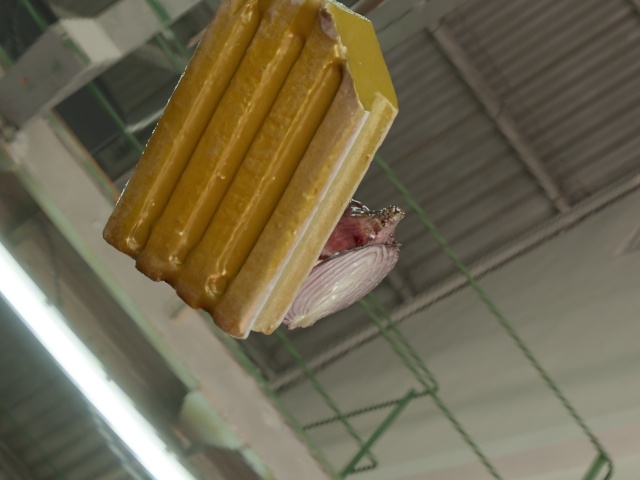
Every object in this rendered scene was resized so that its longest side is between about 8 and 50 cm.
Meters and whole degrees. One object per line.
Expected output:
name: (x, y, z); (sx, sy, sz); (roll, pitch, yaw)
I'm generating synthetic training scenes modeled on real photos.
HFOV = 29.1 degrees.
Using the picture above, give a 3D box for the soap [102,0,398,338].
soap: (-0.043, -0.065, 0.867); (0.140, 0.073, 0.232); (33, -78, 21)

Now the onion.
onion: (0.000, 0.000, 1.173); (0.151, 0.206, 0.098); (-48, -109, 16)
